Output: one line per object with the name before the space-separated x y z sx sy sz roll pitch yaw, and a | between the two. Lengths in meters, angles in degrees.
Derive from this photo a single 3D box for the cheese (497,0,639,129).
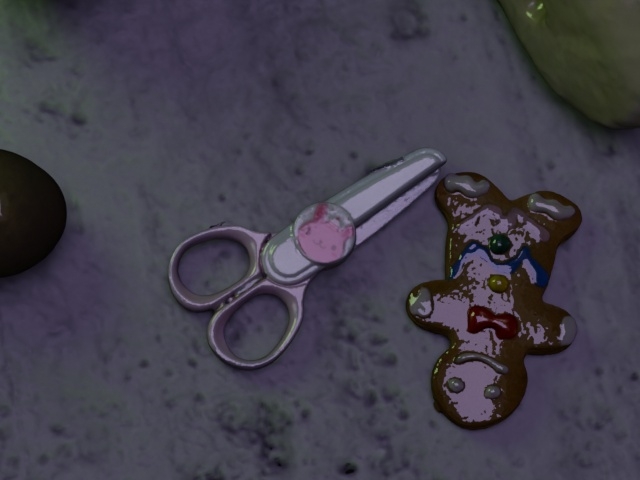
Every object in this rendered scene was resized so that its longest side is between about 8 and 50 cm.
cheese | 0.261 -0.222 1.506 0.251 0.173 0.248 -14 76 -15

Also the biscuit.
biscuit | 0.139 0.050 1.490 0.138 0.031 0.205 15 76 -3

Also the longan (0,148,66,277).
longan | -0.246 -0.025 1.435 0.106 0.106 0.119 16 32 -2

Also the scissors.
scissors | 0.000 0.000 1.485 0.242 0.030 0.118 -33 82 -11
